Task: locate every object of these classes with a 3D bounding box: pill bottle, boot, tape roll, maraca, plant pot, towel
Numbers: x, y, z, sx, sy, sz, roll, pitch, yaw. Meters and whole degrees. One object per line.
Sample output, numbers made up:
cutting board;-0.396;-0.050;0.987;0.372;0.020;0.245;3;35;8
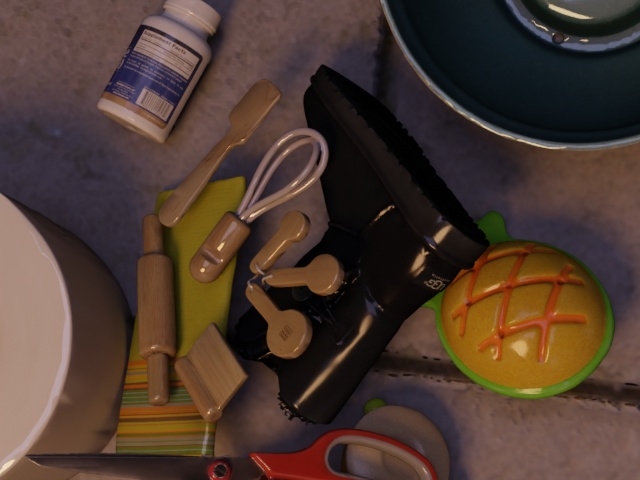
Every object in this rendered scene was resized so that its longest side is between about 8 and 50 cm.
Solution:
pill bottle;-0.133;-0.149;1.064;0.067;0.067;0.120;27;85;12
boot;0.000;0.000;0.997;0.207;0.094;0.246;-47;48;17
tape roll;-0.285;0.087;0.992;0.246;0.169;0.246;-1;79;8
maraca;0.144;0.048;0.977;0.127;0.099;0.185;-39;52;-10
plant pot;0.202;-0.223;0.942;0.293;0.196;0.293;3;100;14
towel;-0.108;0.067;1.007;0.102;0.021;0.237;-8;67;37

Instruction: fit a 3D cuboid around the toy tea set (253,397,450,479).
toy tea set;0.025;0.299;0.958;0.200;0.124;0.336;-9;73;-23

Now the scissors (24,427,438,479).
scissors;-0.054;0.160;0.902;0.297;0.021;0.109;21;66;-11

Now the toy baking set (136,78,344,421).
toy baking set;-0.067;0.010;0.966;0.196;0.030;0.256;-26;57;26
